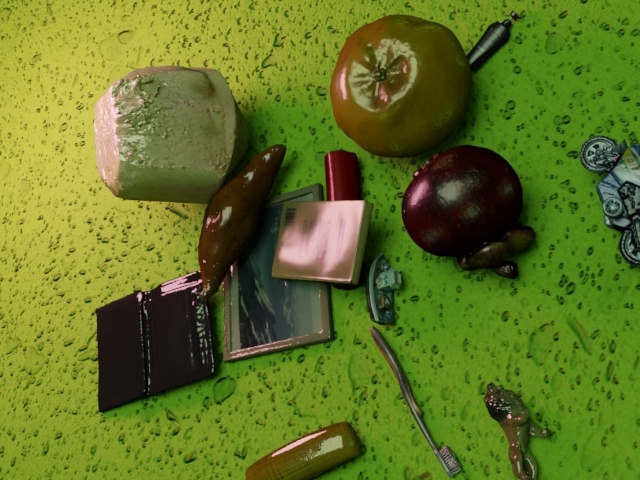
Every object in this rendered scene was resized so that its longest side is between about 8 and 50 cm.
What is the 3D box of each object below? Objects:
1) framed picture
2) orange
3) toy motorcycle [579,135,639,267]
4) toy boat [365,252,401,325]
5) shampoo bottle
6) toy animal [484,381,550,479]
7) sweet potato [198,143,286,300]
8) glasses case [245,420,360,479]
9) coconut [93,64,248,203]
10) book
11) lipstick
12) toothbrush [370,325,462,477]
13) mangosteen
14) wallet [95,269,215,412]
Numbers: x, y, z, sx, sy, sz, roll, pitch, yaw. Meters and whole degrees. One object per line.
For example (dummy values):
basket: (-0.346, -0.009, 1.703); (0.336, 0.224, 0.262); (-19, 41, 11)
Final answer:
framed picture: (-0.094, 0.065, 1.984); (0.247, 0.022, 0.335); (-15, 64, 25)
orange: (0.148, -0.293, 1.855); (0.279, 0.235, 0.279); (-8, 75, 31)
toy motorcycle: (0.533, -0.075, 1.632); (0.136, 0.092, 0.254); (-21, 70, 12)
toy boat: (0.120, 0.088, 1.824); (0.066, 0.059, 0.140); (-23, 59, 36)
shampoo bottle: (0.334, -0.391, 1.908); (0.048, 0.027, 0.137); (44, 96, 22)
toy animal: (0.335, 0.328, 1.603); (0.086, 0.069, 0.219); (-43, 47, 36)
sweet potato: (-0.181, -0.046, 2.004); (0.112, 0.112, 0.359); (17, 83, 34)
glasses case: (-0.036, 0.403, 1.791); (0.234, 0.064, 0.079); (-29, 66, 17)
coconut: (-0.302, -0.224, 2.063); (0.297, 0.310, 0.297); (176, 90, -65)
book: (0.000, 0.000, 1.878); (0.231, 0.026, 0.161); (3, 79, 48)
lipstick: (0.048, -0.041, 1.914); (0.073, 0.073, 0.279); (-14, 65, 26)
toothbrush: (0.162, 0.281, 1.747); (0.031, 0.023, 0.321); (-35, 58, 6)
mangosteen: (0.269, -0.042, 1.719); (0.215, 0.215, 0.257); (-41, 87, 10)
wallet: (-0.356, 0.209, 2.069); (0.323, 0.041, 0.247); (-20, 61, 26)
